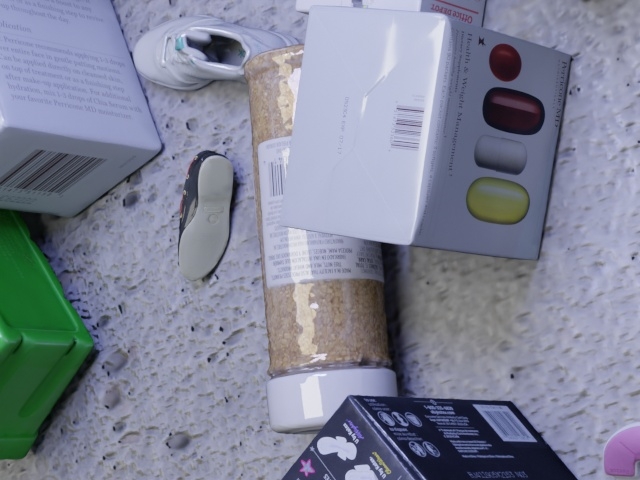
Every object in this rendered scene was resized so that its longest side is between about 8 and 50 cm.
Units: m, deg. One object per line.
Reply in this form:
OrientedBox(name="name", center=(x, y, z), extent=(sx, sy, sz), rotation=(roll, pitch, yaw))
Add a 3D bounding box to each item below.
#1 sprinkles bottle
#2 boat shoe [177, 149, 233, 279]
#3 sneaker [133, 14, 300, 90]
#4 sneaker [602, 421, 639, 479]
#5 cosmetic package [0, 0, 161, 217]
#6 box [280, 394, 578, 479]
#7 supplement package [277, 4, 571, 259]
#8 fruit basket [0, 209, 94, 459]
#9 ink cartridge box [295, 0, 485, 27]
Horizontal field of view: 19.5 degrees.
OrientedBox(name="sprinkles bottle", center=(0.000, 0.000, 1.738), extent=(0.121, 0.121, 0.355), rotation=(-11, 78, 37))
OrientedBox(name="boat shoe", center=(-0.119, -0.026, 1.885), extent=(0.042, 0.049, 0.133), rotation=(-144, 63, -64))
OrientedBox(name="sneaker", center=(-0.123, -0.193, 1.870), extent=(0.212, 0.094, 0.080), rotation=(5, 90, 38))
OrientedBox(name="sneaker", center=(0.305, 0.242, 1.500), extent=(0.095, 0.104, 0.236), rotation=(-5, 105, 37))
OrientedBox(name="cosmetic package", center=(-0.361, -0.262, 1.978), extent=(0.161, 0.230, 0.453), rotation=(-34, 65, 32))
OrientedBox(name="box", center=(0.099, 0.232, 1.556), extent=(0.142, 0.247, 0.163), rotation=(-53, 57, 20))
OrientedBox(name="supplement package", center=(0.093, -0.091, 1.622), extent=(0.149, 0.203, 0.194), rotation=(10, 93, 38))
OrientedBox(name="fruit basket", center=(-0.467, 0.100, 2.013), extent=(0.392, 0.283, 0.392), rotation=(-2, 84, 26))
OrientedBox(name="ink cartridge box", center=(0.081, -0.226, 1.707), extent=(0.181, 0.104, 0.061), rotation=(10, 92, 37))
